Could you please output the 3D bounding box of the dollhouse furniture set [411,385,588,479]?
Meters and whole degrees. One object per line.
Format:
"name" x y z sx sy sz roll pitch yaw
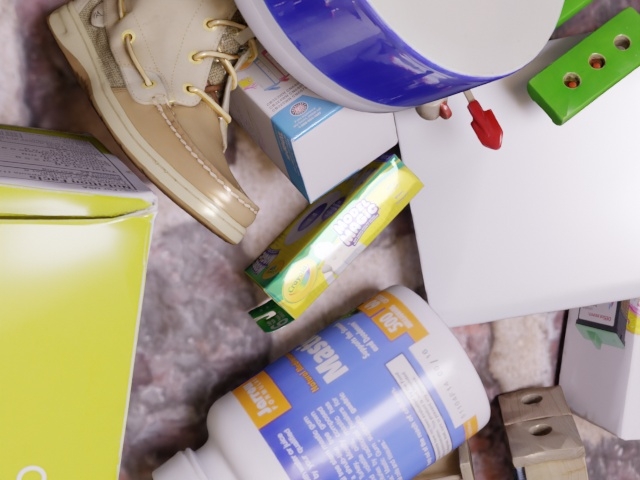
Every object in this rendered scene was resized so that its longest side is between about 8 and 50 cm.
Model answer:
"dollhouse furniture set" 0.162 0.237 0.993 0.183 0.129 0.129 -11 107 8

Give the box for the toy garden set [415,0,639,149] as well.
"toy garden set" 0.123 -0.182 0.854 0.203 0.049 0.244 -37 74 -7

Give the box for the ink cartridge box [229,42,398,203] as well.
"ink cartridge box" -0.020 -0.122 0.824 0.092 0.143 0.090 -36 150 -11

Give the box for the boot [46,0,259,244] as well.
"boot" -0.066 -0.140 0.738 0.203 0.262 0.095 -38 144 1

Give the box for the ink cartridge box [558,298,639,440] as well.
"ink cartridge box" 0.364 0.048 1.011 0.201 0.117 0.278 2 100 -21

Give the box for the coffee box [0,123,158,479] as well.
"coffee box" -0.315 0.091 0.655 0.338 0.334 0.338 6 100 -21

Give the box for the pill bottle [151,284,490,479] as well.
"pill bottle" -0.002 0.170 0.886 0.272 0.152 0.152 -32 110 -11

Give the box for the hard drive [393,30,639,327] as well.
"hard drive" 0.252 -0.064 0.890 0.352 0.047 0.233 -10 96 8

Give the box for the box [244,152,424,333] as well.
"box" 0.000 0.000 0.875 0.043 0.105 0.179 43 85 -15

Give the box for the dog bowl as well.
"dog bowl" 0.056 -0.228 0.711 0.264 0.104 0.265 6 80 -40
